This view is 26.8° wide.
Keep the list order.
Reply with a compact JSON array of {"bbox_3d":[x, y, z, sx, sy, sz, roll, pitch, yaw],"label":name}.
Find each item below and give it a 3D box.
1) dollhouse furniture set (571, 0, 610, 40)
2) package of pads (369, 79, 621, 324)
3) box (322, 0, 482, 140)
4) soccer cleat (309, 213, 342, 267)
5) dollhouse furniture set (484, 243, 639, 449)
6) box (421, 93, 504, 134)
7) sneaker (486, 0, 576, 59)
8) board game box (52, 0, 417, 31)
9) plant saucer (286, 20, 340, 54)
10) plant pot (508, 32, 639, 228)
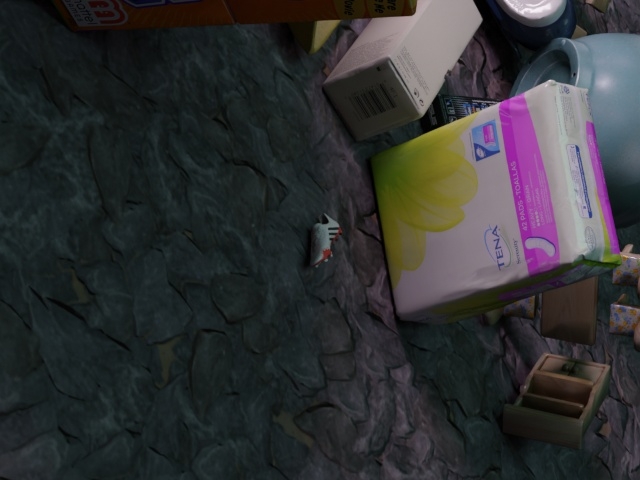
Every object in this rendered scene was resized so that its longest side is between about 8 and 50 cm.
[{"bbox_3d":[0.391,-0.402,2.269,0.144,0.123,0.151,20,94,-48],"label":"dollhouse furniture set"},{"bbox_3d":[0.205,-0.033,1.616,0.101,0.297,0.229,5,72,-44],"label":"package of pads"},{"bbox_3d":[0.112,-0.247,1.753,0.094,0.113,0.275,57,39,-20],"label":"box"},{"bbox_3d":[0.000,0.000,1.562,0.035,0.029,0.083,49,37,-15],"label":"soccer cleat"},{"bbox_3d":[0.321,0.126,1.781,0.161,0.212,0.242,-42,136,-54],"label":"dollhouse furniture set"},{"bbox_3d":[0.222,-0.110,1.893,0.191,0.045,0.184,-3,75,-53],"label":"box"},{"bbox_3d":[0.278,-0.424,2.076,0.322,0.130,0.236,57,6,16],"label":"sneaker"},{"bbox_3d":[-0.100,-0.445,1.229,0.356,0.357,0.356,63,29,-59],"label":"board game box"},{"bbox_3d":[0.029,-0.445,1.644,0.332,0.081,0.332,-59,163,-48],"label":"plant saucer"},{"bbox_3d":[0.400,-0.186,1.992,0.196,0.293,0.293,21,56,-24],"label":"plant pot"}]
